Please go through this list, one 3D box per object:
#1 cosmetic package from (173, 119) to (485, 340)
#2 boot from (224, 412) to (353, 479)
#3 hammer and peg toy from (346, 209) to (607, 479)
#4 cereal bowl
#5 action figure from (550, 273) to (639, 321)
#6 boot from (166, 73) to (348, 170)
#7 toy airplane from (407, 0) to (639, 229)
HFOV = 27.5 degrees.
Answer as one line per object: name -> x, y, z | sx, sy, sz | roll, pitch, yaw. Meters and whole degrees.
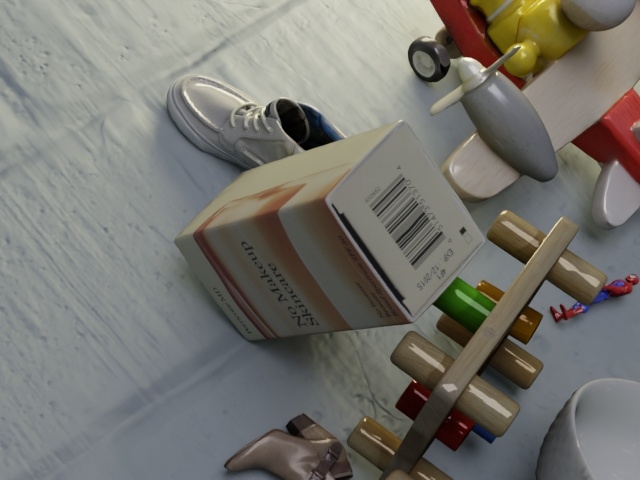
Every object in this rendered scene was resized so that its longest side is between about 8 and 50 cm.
cosmetic package -> 0.000, 0.000, 1.301 | 0.129, 0.296, 0.153 | -45, 106, -29
boot -> -0.027, 0.231, 1.328 | 0.118, 0.042, 0.087 | -29, 72, -25
hammer and peg toy -> 0.119, 0.158, 1.277 | 0.127, 0.266, 0.361 | 35, 57, 10
cereal bowl -> 0.345, 0.299, 1.278 | 0.339, 0.141, 0.339 | 26, 26, -14
action figure -> 0.320, 0.062, 1.509 | 0.115, 0.038, 0.030 | -18, 83, -21
boot -> -0.060, -0.132, 1.483 | 0.258, 0.123, 0.095 | 35, 59, 8
toy airplane -> 0.305, -0.210, 1.526 | 0.384, 0.272, 0.386 | 4, 59, -11
